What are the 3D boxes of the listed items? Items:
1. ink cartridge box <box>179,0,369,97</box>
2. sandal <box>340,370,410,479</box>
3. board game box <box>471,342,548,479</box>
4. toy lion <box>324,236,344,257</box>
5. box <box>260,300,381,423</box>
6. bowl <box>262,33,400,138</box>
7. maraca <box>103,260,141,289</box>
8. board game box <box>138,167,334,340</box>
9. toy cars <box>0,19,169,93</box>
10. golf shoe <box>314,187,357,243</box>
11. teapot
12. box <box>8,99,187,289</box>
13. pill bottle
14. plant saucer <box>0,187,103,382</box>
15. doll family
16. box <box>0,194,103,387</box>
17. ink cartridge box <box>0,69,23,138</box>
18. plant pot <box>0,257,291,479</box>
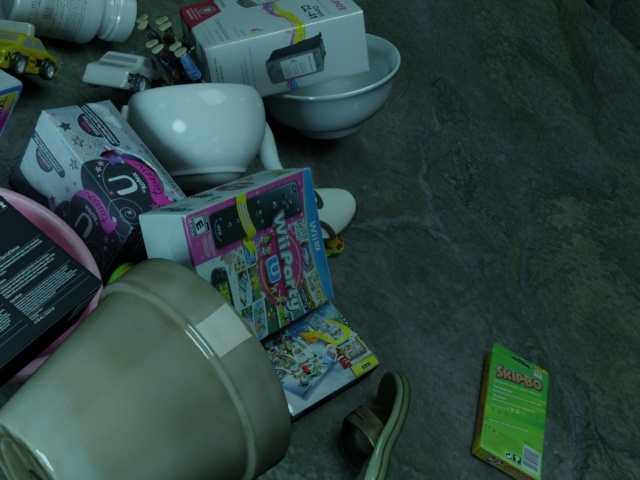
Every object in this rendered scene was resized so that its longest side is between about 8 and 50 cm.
[{"bbox_3d":[-0.090,-0.377,2.099,0.306,0.131,0.226,-17,35,-11],"label":"ink cartridge box"},{"bbox_3d":[0.069,0.302,1.691,0.086,0.120,0.302,22,39,3],"label":"sandal"},{"bbox_3d":[0.336,0.298,1.957,0.124,0.039,0.259,31,41,-9],"label":"board game box"},{"bbox_3d":[0.000,0.000,2.010,0.096,0.034,0.100,31,38,-20],"label":"toy lion"},{"bbox_3d":[-0.029,0.186,1.783,0.159,0.044,0.233,49,40,16],"label":"box"},{"bbox_3d":[0.012,-0.289,2.184,0.298,0.134,0.298,-5,35,4],"label":"bowl"},{"bbox_3d":[-0.257,0.089,1.666,0.186,0.099,0.127,-21,97,-63],"label":"maraca"},{"bbox_3d":[-0.117,0.029,1.692,0.303,0.098,0.224,-27,110,-53],"label":"board game box"},{"bbox_3d":[-0.417,-0.307,1.888,0.394,0.087,0.176,6,7,-34],"label":"toy cars"},{"bbox_3d":[-0.042,-0.054,1.916,0.273,0.120,0.105,-15,52,-31],"label":"golf shoe"},{"bbox_3d":[-0.212,-0.159,1.886,0.252,0.256,0.187,-4,90,-66],"label":"teapot"},{"bbox_3d":[-0.337,-0.071,1.713,0.142,0.163,0.247,-20,64,-49],"label":"box"},{"bbox_3d":[-0.455,-0.424,2.009,0.229,0.131,0.131,4,49,-35],"label":"pill bottle"},{"bbox_3d":[-0.468,0.066,1.540,0.332,0.084,0.332,22,40,-20],"label":"plant saucer"},{"bbox_3d":[-0.253,-0.320,1.956,0.076,0.111,0.193,-25,47,0],"label":"doll family"},{"bbox_3d":[-0.432,0.083,1.401,0.184,0.103,0.261,42,39,2],"label":"box"},{"bbox_3d":[-0.632,-0.191,1.516,0.270,0.151,0.395,30,19,4],"label":"ink cartridge box"},{"bbox_3d":[-0.245,0.228,1.406,0.280,0.323,0.323,-35,75,-32],"label":"plant pot"}]
